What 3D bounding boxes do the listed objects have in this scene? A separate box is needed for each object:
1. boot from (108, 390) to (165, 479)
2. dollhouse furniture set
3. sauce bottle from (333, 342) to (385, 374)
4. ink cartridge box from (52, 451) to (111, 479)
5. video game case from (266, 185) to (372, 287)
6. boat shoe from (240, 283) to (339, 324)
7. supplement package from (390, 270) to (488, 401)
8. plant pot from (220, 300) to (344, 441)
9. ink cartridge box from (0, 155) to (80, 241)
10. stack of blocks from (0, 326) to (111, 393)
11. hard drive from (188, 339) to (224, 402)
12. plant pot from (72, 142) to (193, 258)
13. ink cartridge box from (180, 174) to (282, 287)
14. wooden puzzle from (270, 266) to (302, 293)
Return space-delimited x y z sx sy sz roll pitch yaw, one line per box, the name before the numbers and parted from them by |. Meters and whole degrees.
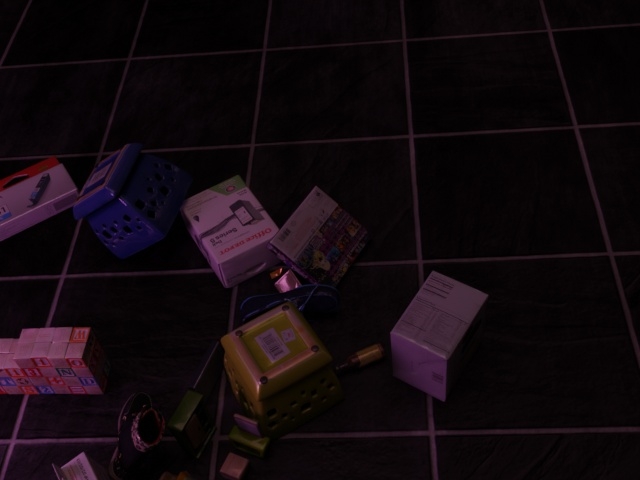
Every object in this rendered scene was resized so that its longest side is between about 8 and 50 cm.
boot | -0.396 0.410 1.745 0.085 0.179 0.236 24 39 -17
dollhouse furniture set | -0.260 0.512 1.671 0.197 0.151 0.302 16 54 20
sauce bottle | 0.094 0.290 1.887 0.128 0.042 0.042 -21 50 -8
ink cartridge box | -0.491 0.528 1.665 0.061 0.181 0.104 -36 54 -10
video game case | 0.000 0.000 2.077 0.210 0.042 0.232 40 59 -5
boat shoe | -0.075 0.184 1.968 0.258 0.109 0.089 -15 29 12
supplement package | 0.278 0.224 1.817 0.149 0.194 0.203 24 57 24
plant pot | -0.096 0.291 1.803 0.227 0.207 0.228 -27 53 -16
ink cartridge box | -0.916 -0.149 2.378 0.296 0.066 0.261 -29 53 -17
stack of blocks | -0.687 0.297 1.899 0.297 0.171 0.087 -2 49 7
hard drive | -0.272 0.321 1.873 0.022 0.094 0.135 12 52 18
plant pot | -0.529 -0.119 2.146 0.236 0.212 0.236 -22 39 40
ink cartridge box | -0.244 -0.028 2.153 0.198 0.115 0.273 -27 52 -16
wooden puzzle | -0.082 0.119 2.035 0.014 0.078 0.116 -5 61 -55
